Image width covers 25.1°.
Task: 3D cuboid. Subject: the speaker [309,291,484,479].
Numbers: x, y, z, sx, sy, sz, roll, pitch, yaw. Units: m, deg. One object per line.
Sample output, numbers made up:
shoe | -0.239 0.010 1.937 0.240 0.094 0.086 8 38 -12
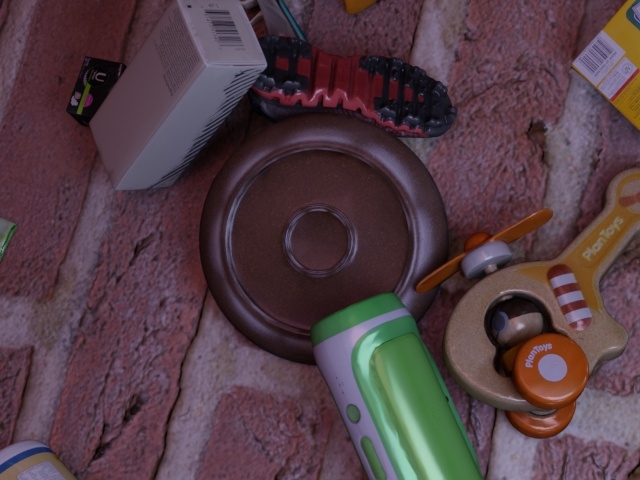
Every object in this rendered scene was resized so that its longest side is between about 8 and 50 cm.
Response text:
speaker | 0.094 0.214 1.637 0.131 0.131 0.296 -24 82 6

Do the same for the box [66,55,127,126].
box | -0.294 -0.196 1.928 0.062 0.052 0.083 12 76 18

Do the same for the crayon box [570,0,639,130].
crayon box | 0.451 -0.252 1.682 0.165 0.081 0.278 49 112 22

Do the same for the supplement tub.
supplement tub | -0.330 0.353 1.721 0.144 0.144 0.200 -46 68 -2

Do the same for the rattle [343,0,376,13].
rattle | 0.058 -0.423 1.889 0.199 0.130 0.143 57 137 12

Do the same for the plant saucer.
plant saucer | 0.000 0.000 1.741 0.311 0.050 0.310 0 92 7

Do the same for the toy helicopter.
toy helicopter | 0.274 0.039 1.676 0.235 0.140 0.355 38 73 18

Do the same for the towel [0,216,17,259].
towel | -0.497 0.001 1.937 0.152 0.023 0.113 19 80 19

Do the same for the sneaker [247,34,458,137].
sneaker | 0.031 -0.176 1.816 0.276 0.135 0.097 12 63 -6

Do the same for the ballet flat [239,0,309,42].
ballet flat | -0.075 -0.312 1.897 0.068 0.072 0.213 -27 69 12

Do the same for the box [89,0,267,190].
box | -0.182 -0.180 1.788 0.275 0.094 0.113 -44 60 45
